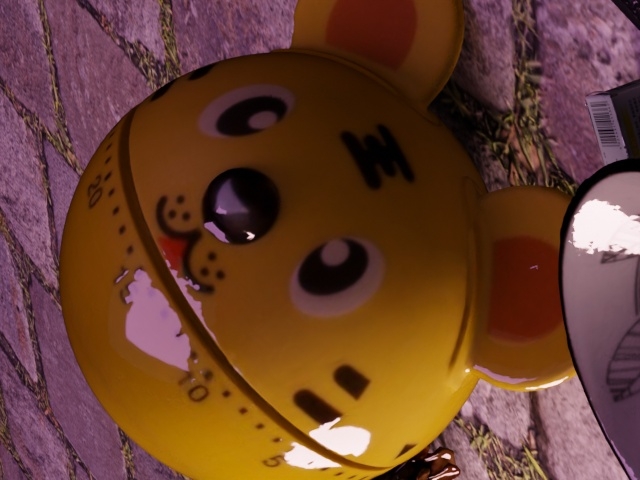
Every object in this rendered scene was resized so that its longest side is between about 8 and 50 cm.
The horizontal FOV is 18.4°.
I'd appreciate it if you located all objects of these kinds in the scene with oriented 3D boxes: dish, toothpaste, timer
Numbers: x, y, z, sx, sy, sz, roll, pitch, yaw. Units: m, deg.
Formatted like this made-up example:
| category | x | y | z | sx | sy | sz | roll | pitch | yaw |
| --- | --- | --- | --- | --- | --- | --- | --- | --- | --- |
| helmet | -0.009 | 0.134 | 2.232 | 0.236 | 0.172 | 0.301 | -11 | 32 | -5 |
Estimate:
| category | x | y | z | sx | sy | sz | roll | pitch | yaw |
| --- | --- | --- | --- | --- | --- | --- | --- | --- | --- |
| dish | 0.269 | 0.082 | 1.150 | 0.316 | 0.106 | 0.316 | 52 | 157 | 34 |
| toothpaste | 0.214 | -0.023 | 1.270 | 0.034 | 0.046 | 0.164 | 2 | 111 | 65 |
| timer | 0.000 | 0.000 | 1.482 | 0.387 | 0.376 | 0.376 | -36 | 71 | 24 |

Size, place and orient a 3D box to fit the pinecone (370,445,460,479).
| category | x | y | z | sx | sy | sz | roll | pitch | yaw |
| --- | --- | --- | --- | --- | --- | --- | --- | --- | --- |
| pinecone | 0.054 | 0.222 | 1.750 | 0.165 | 0.163 | 0.163 | 23 | 131 | 48 |

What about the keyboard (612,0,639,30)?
| category | x | y | z | sx | sy | sz | roll | pitch | yaw |
| --- | --- | --- | --- | --- | --- | --- | --- | --- | --- |
| keyboard | 0.214 | -0.138 | 1.209 | 0.204 | 0.013 | 0.061 | 55 | 155 | 33 |
